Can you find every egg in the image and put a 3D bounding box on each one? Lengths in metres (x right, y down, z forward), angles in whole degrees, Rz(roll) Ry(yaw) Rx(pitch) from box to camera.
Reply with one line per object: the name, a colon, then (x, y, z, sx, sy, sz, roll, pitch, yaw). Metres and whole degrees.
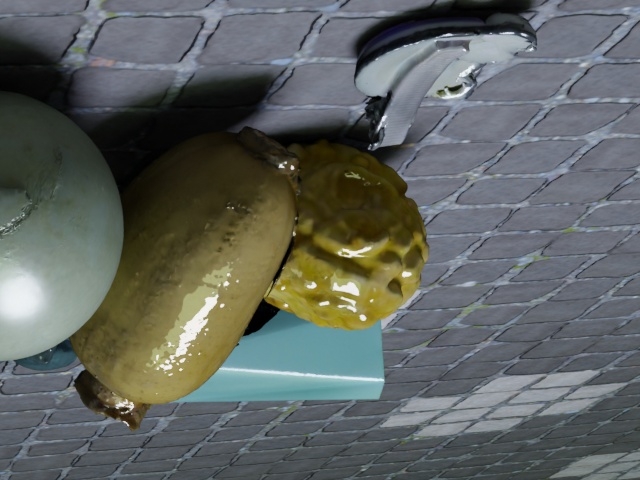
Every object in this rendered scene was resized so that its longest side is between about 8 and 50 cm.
egg: (-0.235, -0.008, 1.375, 0.186, 0.186, 0.253, -7, 164, -8)

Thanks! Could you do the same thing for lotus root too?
lotus root: (-0.117, 0.029, 1.489, 0.131, 0.146, 0.303, 11, 131, -33)

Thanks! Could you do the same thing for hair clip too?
hair clip: (0.079, -0.123, 1.410, 0.116, 0.049, 0.172, -6, 160, -25)

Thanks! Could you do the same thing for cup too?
cup: (-0.060, 0.098, 1.890, 0.236, 0.134, 0.148, -6, 159, -7)

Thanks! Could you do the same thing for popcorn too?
popcorn: (0.000, 0.000, 1.590, 0.180, 0.170, 0.180, -7, 123, -10)

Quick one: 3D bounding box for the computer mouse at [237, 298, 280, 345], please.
computer mouse: (-0.092, 0.059, 1.717, 0.146, 0.077, 0.242, -39, 175, 26)

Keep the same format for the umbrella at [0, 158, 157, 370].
umbrella: (-0.218, 0.029, 1.660, 0.143, 0.094, 0.349, -5, 160, -42)
